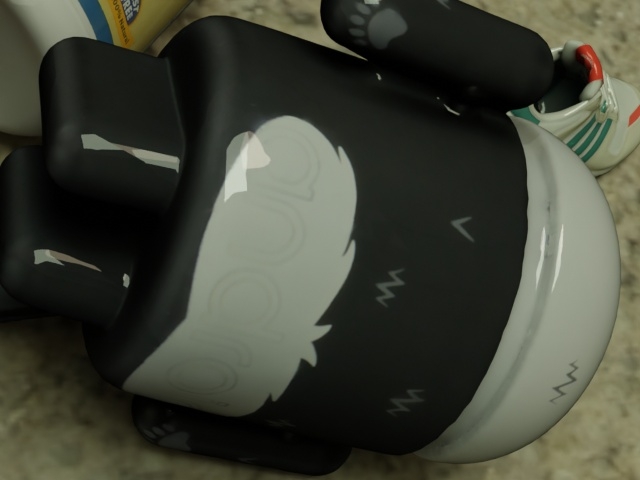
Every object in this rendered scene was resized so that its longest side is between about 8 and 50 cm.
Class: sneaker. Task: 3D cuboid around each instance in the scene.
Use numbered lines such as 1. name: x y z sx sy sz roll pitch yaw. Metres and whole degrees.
1. sneaker: 0.141 -0.074 0.892 0.161 0.075 0.057 -7 66 -41

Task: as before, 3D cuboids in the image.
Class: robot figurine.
1. robot figurine: -0.001 0.000 0.729 0.278 0.209 0.173 16 67 -21

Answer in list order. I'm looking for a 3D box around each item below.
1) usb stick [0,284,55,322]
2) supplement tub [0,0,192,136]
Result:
1. usb stick: -0.057 -0.009 0.824 0.278 0.045 0.077 -7 68 -22
2. supplement tub: -0.123 -0.164 0.824 0.144 0.144 0.199 36 59 2
